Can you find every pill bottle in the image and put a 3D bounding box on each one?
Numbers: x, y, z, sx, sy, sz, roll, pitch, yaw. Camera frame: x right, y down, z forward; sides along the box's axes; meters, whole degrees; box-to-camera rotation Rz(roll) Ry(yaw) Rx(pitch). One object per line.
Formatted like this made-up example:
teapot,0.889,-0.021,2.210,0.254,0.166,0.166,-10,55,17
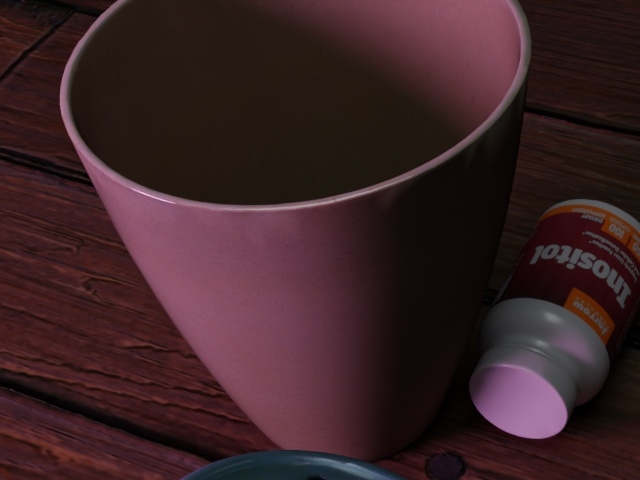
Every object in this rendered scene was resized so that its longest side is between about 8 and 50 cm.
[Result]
pill bottle,0.153,0.050,0.969,0.086,0.086,0.152,13,46,23

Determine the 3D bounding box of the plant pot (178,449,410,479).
plant pot,-0.015,0.209,0.671,0.290,0.195,0.290,6,25,-3

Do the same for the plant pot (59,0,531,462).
plant pot,0.000,0.000,0.912,0.257,0.274,0.256,-5,41,4
